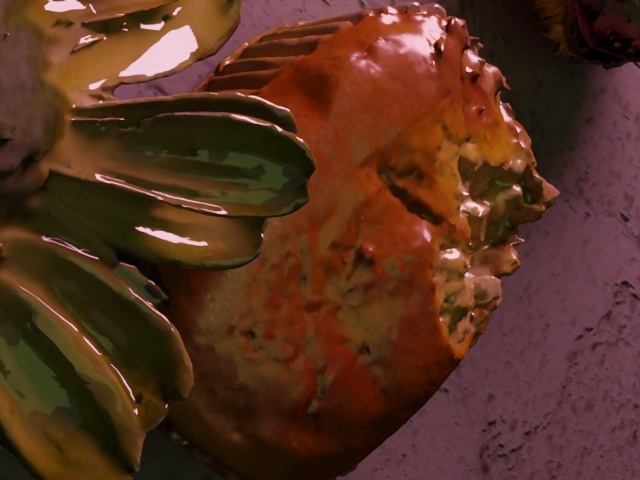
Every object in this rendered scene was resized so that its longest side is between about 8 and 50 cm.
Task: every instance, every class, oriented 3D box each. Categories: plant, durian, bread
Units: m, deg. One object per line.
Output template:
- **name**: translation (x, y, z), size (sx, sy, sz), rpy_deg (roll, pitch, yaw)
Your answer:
- **plant**: translation (-0.180, -0.043, 0.383), size (0.297, 0.261, 0.305), rpy_deg (-7, 105, -58)
- **durian**: translation (0.173, -0.161, 0.668), size (0.187, 0.119, 0.108), rpy_deg (-12, 138, -16)
- **bread**: translation (0.000, 0.000, 0.552), size (0.179, 0.133, 0.250), rpy_deg (48, 71, -19)
